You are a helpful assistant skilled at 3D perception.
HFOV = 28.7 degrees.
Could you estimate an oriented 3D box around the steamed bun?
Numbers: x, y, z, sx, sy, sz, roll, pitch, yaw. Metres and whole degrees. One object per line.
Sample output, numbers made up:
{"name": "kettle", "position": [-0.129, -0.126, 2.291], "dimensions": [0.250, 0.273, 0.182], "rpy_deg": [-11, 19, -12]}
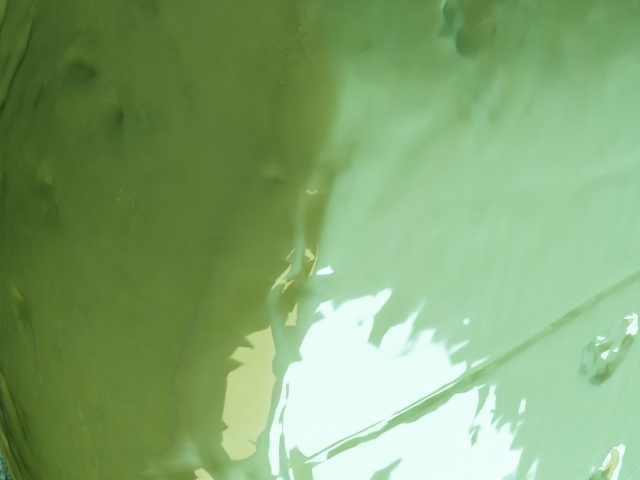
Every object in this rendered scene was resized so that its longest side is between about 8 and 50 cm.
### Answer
{"name": "steamed bun", "position": [0.000, 0.000, 0.650], "dimensions": [0.371, 0.290, 0.456], "rpy_deg": [-18, 129, -37]}
